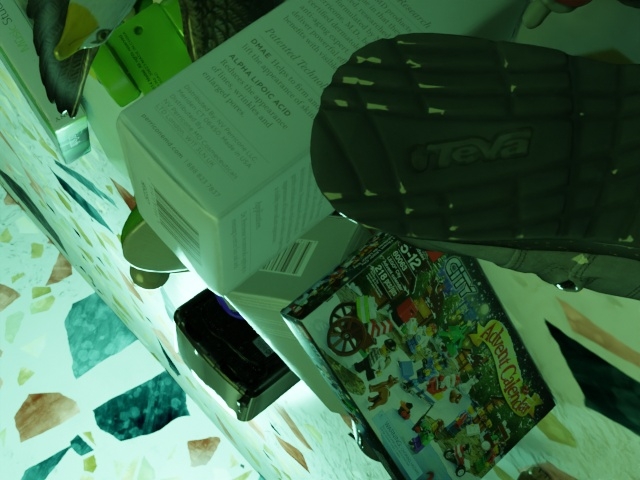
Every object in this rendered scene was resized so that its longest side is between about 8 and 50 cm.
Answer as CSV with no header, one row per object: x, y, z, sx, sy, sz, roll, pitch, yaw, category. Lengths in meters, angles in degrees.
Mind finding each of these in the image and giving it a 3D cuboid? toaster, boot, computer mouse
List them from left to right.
-0.097,0.136,1.248,0.168,0.186,0.110,43,150,19,toaster
0.059,0.251,1.335,0.071,0.041,0.242,32,153,45,computer mouse
0.177,-0.018,0.444,0.338,0.118,0.223,16,179,18,boot

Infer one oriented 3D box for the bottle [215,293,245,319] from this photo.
-0.086,0.001,1.027,0.092,0.118,0.283,61,174,23,bottle

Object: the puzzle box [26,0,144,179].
-0.253,-0.191,1.195,0.272,0.052,0.409,39,158,33,puzzle box

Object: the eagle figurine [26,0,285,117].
-0.107,-0.192,0.604,0.226,0.225,0.298,58,171,12,eagle figurine

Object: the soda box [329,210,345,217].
0.000,0.000,0.967,0.063,0.058,0.183,42,160,25,soda box

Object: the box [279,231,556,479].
0.091,0.104,0.796,0.233,0.159,0.044,57,162,-21,box

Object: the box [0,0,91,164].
-0.434,-0.247,1.407,0.232,0.058,0.322,59,169,-4,box

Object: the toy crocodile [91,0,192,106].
-0.200,-0.231,0.908,0.340,0.115,0.105,52,180,3,toy crocodile

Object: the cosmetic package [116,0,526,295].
0.004,-0.081,0.531,0.085,0.231,0.117,46,160,13,cosmetic package

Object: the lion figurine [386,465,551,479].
0.117,0.334,1.047,0.142,0.240,0.392,44,161,19,lion figurine

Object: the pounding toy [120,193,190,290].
-0.164,-0.041,1.132,0.237,0.183,0.110,107,145,-63,pounding toy

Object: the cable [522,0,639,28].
0.130,-0.166,0.335,0.139,0.072,0.287,46,161,-3,cable

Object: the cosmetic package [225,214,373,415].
0.024,0.083,0.900,0.127,0.107,0.238,6,149,36,cosmetic package
